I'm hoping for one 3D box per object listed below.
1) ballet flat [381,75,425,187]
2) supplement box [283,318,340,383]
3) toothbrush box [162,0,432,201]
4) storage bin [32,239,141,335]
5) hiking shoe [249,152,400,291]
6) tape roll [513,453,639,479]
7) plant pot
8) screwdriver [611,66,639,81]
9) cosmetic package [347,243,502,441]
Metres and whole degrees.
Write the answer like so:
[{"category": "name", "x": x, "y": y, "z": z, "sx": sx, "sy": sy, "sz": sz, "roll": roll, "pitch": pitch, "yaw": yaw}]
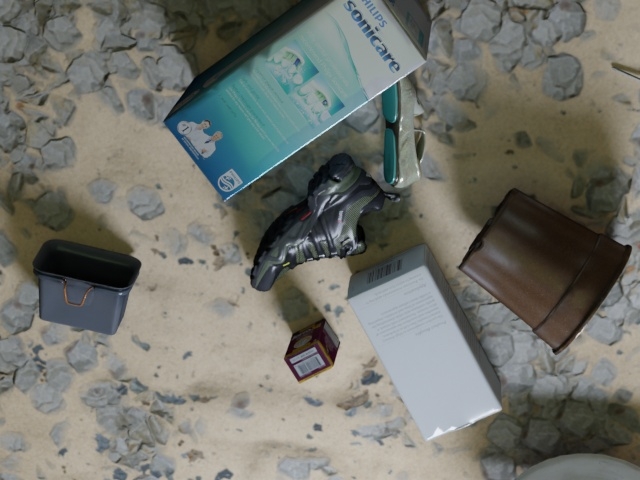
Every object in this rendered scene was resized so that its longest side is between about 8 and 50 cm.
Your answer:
[{"category": "ballet flat", "x": 0.106, "y": -0.149, "z": 1.881, "sx": 0.052, "sy": 0.057, "sz": 0.168, "roll": -9, "pitch": 115, "yaw": -20}, {"category": "supplement box", "x": -0.011, "y": 0.146, "z": 1.973, "sx": 0.055, "sy": 0.083, "sz": 0.043, "roll": -28, "pitch": 104, "yaw": 15}, {"category": "toothbrush box", "x": -0.021, "y": -0.204, "z": 1.781, "sx": 0.295, "sy": 0.216, "sz": 0.126, "roll": -35, "pitch": 103, "yaw": 15}, {"category": "storage bin", "x": -0.314, "y": 0.071, "z": 1.982, "sx": 0.135, "sy": 0.098, "sz": 0.091, "roll": 12, "pitch": 121, "yaw": 2}, {"category": "hiking shoe", "x": 0.000, "y": 0.000, "z": 1.919, "sx": 0.114, "sy": 0.086, "sz": 0.227, "roll": 35, "pitch": 117, "yaw": -12}, {"category": "tape roll", "x": 0.346, "y": 0.426, "z": 1.939, "sx": 0.286, "sy": 0.100, "sz": 0.286, "roll": -1, "pitch": 66, "yaw": 2}, {"category": "plant pot", "x": 0.273, "y": 0.030, "z": 1.866, "sx": 0.165, "sy": 0.167, "sz": 0.167, "roll": 34, "pitch": 110, "yaw": 1}, {"category": "screwdriver", "x": 0.436, "y": -0.176, "z": 1.842, "sx": 0.170, "sy": 0.024, "sz": 0.025, "roll": 20, "pitch": 82, "yaw": 1}, {"category": "cosmetic package", "x": 0.138, "y": 0.134, "z": 1.954, "sx": 0.117, "sy": 0.085, "sz": 0.231, "roll": -24, "pitch": 107, "yaw": 14}]
